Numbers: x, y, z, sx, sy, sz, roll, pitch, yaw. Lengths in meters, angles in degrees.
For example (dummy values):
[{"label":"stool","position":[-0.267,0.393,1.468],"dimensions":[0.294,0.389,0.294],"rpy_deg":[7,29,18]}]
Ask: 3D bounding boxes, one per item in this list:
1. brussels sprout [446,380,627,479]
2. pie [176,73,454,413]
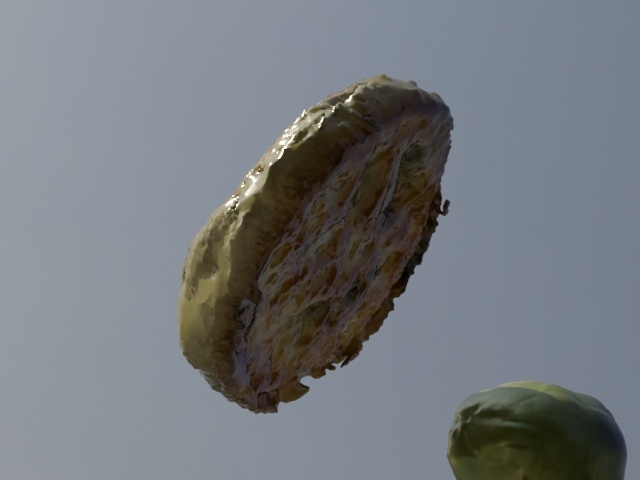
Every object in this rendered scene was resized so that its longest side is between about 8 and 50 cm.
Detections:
[{"label":"brussels sprout","position":[0.186,0.178,1.473],"dimensions":[0.122,0.151,0.149],"rpy_deg":[-26,-25,26]},{"label":"pie","position":[0.000,0.000,1.430],"dimensions":[0.092,0.315,0.315],"rpy_deg":[36,-30,22]}]
